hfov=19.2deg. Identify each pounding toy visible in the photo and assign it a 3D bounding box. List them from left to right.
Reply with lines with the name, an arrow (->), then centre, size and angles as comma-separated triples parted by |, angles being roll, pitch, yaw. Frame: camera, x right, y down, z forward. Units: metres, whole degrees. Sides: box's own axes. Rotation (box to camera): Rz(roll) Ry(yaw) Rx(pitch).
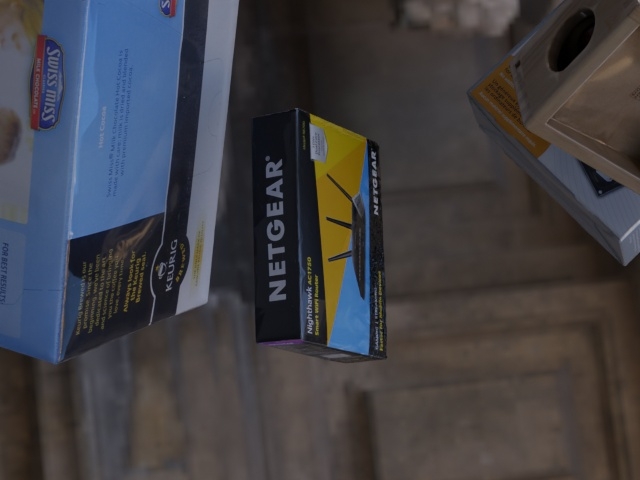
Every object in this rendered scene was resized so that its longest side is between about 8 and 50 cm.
pounding toy -> 0.231, -0.161, 1.356 | 0.206, 0.181, 0.094 | -48, -152, 30

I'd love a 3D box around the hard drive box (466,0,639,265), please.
hard drive box -> 0.265, -0.127, 1.537 | 0.181, 0.232, 0.089 | 45, -3, 18

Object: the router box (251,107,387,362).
router box -> 0.000, 0.000, 1.467 | 0.133, 0.046, 0.179 | 17, 68, -58

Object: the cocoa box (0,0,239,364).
cocoa box -> -0.222, -0.112, 1.500 | 0.228, 0.231, 0.347 | -23, 123, -59
